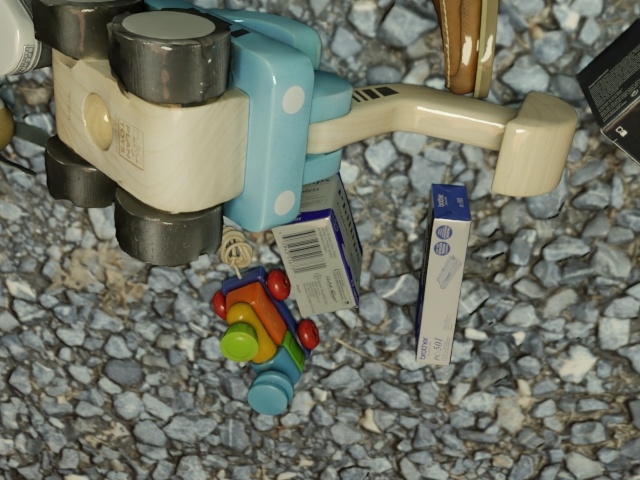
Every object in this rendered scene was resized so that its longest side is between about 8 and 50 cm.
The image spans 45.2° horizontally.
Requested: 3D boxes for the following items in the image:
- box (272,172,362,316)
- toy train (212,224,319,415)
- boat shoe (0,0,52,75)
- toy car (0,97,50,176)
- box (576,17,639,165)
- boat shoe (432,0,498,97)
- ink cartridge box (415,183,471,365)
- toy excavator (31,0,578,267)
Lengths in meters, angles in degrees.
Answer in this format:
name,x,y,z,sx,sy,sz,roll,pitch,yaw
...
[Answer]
name,x,y,z,sx,sy,sz,roll,pitch,yaw
box,0.000,0.000,0.920,0.072,0.137,0.126,-12,117,11
toy train,-0.098,0.094,0.981,0.105,0.143,0.248,-21,115,17
boat shoe,-0.371,-0.310,0.812,0.108,0.102,0.301,-37,89,30
toy car,-0.392,-0.153,0.879,0.149,0.155,0.188,-37,119,23
box,0.363,-0.128,0.796,0.156,0.158,0.093,36,119,-14
boat shoe,0.111,-0.281,0.721,0.105,0.111,0.307,-1,83,6
ink cartridge box,0.148,0.043,0.952,0.046,0.097,0.207,4,119,4
toy excavator,-0.013,-0.139,0.814,0.433,0.445,0.222,32,130,37
